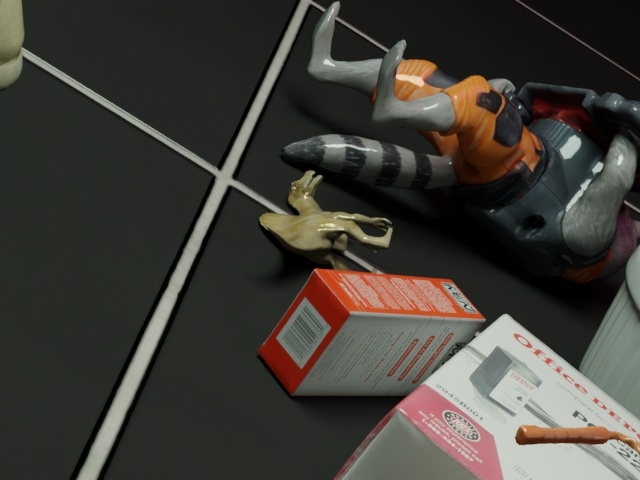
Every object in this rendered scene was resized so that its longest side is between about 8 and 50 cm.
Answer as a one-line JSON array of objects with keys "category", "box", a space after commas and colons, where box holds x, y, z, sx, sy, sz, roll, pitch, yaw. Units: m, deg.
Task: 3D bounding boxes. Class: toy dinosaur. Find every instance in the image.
[{"category": "toy dinosaur", "box": [0.000, 0.000, 1.245, 0.093, 0.053, 0.183, 18, 16, 0]}]

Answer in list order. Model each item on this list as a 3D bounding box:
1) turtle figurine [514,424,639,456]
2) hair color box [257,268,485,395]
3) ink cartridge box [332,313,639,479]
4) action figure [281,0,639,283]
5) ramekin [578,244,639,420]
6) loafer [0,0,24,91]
[{"category": "turtle figurine", "box": [0.115, 0.214, 0.841, 0.269, 0.087, 0.217, -28, 52, -34]}, {"category": "hair color box", "box": [0.034, 0.060, 1.122, 0.141, 0.072, 0.043, 7, 35, -49]}, {"category": "ink cartridge box", "box": [0.115, 0.146, 1.039, 0.158, 0.092, 0.218, 39, 21, 10]}, {"category": "action figure", "box": [0.127, -0.066, 1.470, 0.330, 0.178, 0.341, 32, -8, -22]}, {"category": "ramekin", "box": [0.312, 0.126, 1.299, 0.273, 0.127, 0.273, 29, 24, -14]}, {"category": "loafer", "box": [-0.301, -0.170, 1.057, 0.268, 0.092, 0.102, 16, 22, -15]}]
